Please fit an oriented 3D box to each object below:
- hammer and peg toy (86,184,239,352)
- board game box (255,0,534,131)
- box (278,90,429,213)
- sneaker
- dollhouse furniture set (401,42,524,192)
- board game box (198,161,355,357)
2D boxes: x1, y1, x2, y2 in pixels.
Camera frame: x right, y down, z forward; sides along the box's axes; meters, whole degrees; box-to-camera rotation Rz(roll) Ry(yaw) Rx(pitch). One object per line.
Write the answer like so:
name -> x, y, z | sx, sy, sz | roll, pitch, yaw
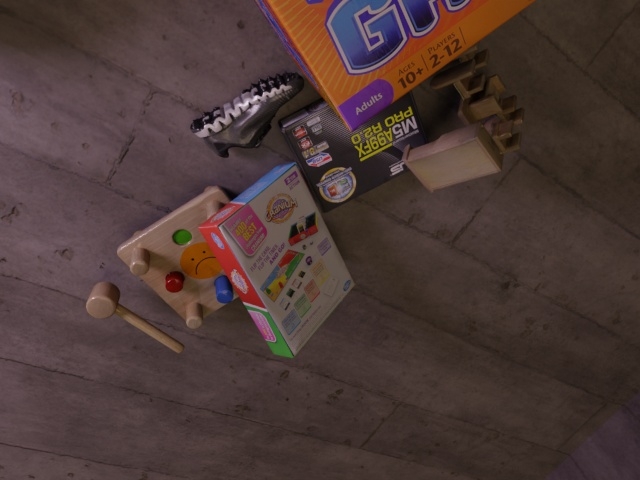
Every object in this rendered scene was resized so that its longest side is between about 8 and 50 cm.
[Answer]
hammer and peg toy -> -0.292, 0.070, 1.112 | 0.361, 0.127, 0.266 | -32, 125, 5
board game box -> 0.047, -0.453, 0.722 | 0.356, 0.356, 0.356 | -35, 132, 7
box -> 0.078, -0.209, 1.082 | 0.270, 0.060, 0.216 | -26, 123, 1
sneaker -> -0.126, -0.237, 1.004 | 0.234, 0.078, 0.106 | -27, 126, 7
dollhouse furniture set -> 0.284, -0.238, 1.056 | 0.161, 0.242, 0.212 | -14, 135, 43
board game box -> -0.072, 0.038, 1.057 | 0.242, 0.064, 0.316 | -45, 119, -38
